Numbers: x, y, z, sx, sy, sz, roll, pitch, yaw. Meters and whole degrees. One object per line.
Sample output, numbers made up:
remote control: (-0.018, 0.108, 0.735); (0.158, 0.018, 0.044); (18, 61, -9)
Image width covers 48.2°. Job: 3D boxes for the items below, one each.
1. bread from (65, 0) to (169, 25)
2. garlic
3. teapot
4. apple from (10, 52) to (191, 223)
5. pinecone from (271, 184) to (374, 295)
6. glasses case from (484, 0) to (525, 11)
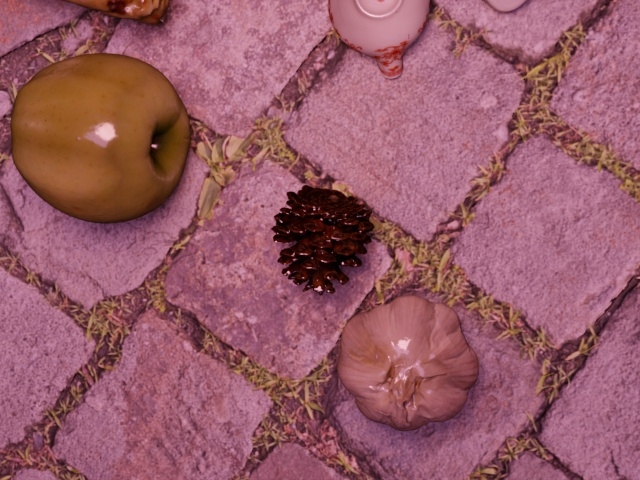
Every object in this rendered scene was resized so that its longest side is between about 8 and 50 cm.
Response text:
bread: (-0.365, -0.501, 1.123); (0.325, 0.167, 0.277); (15, 96, 3)
garlic: (0.137, 0.199, 1.138); (0.228, 0.152, 0.227); (0, 89, 7)
teapot: (0.090, -0.387, 1.130); (0.159, 0.116, 0.245); (-5, 88, 17)
apple: (-0.343, -0.157, 1.121); (0.279, 0.279, 0.278); (0, 94, 5)
pinecone: (-0.001, 0.007, 1.141); (0.163, 0.163, 0.165); (11, 108, 4)
glasses case: (0.242, -0.460, 1.121); (0.092, 0.059, 0.233); (-43, 94, 12)
